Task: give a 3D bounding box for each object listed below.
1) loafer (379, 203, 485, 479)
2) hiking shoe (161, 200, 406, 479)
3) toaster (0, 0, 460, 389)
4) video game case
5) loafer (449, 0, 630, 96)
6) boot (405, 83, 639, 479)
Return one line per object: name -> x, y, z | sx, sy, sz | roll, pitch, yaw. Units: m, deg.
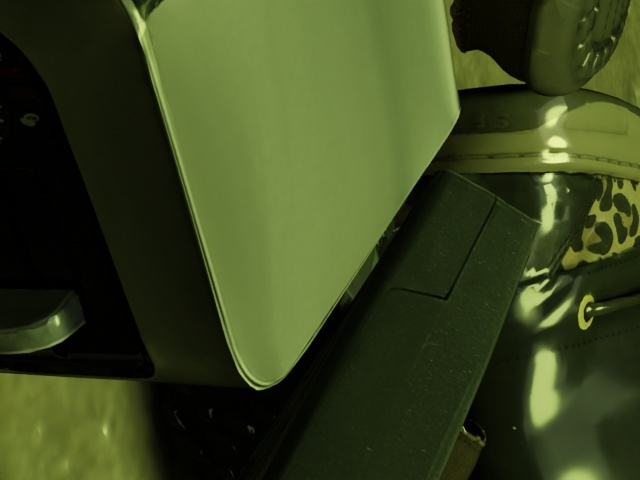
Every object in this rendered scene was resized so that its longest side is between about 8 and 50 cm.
loafer -> 0.021, 0.082, 0.709 | 0.080, 0.078, 0.220 | 32, 60, -61
hiking shoe -> 0.000, 0.000, 0.662 | 0.114, 0.086, 0.227 | -9, 95, -62
toaster -> -0.069, -0.050, 0.429 | 0.185, 0.168, 0.110 | -55, 140, -51
video game case -> -0.053, 0.144, 0.421 | 0.248, 0.035, 0.275 | -59, -179, 41
loafer -> 0.085, -0.209, 0.823 | 0.134, 0.130, 0.366 | 93, 6, -49
boot -> 0.146, 0.090, 0.907 | 0.377, 0.138, 0.284 | 16, 73, -60
